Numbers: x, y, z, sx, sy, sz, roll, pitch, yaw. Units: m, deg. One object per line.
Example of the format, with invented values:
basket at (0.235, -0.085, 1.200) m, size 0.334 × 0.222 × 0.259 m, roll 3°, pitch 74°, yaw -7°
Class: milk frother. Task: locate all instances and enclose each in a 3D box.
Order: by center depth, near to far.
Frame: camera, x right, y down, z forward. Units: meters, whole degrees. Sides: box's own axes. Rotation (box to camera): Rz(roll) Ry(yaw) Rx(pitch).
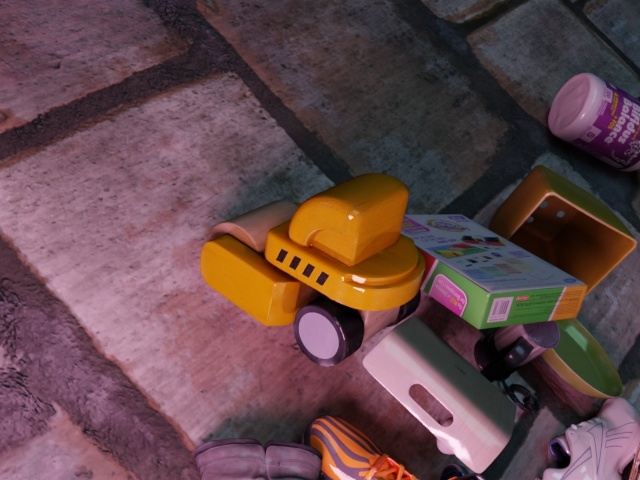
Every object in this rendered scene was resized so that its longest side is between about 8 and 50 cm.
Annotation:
milk frother at (0.356, 0.208, 1.544) m, size 0.143 × 0.135 × 0.129 m, roll 32°, pitch 46°, yaw -10°

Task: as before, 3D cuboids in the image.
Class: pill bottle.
pill bottle at (0.714, -0.268, 2.163) m, size 0.302 × 0.169 × 0.169 m, roll 23°, pitch 46°, yaw -18°

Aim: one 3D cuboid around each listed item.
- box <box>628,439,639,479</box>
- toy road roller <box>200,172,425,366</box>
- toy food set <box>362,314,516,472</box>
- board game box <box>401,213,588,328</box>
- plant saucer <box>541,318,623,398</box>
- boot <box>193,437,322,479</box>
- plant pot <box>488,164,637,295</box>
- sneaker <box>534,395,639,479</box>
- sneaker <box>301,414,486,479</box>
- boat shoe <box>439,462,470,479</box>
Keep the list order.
box at (0.560, 0.362, 1.525) m, size 0.021 × 0.164 × 0.201 m, roll 17°, pitch 7°, yaw 30°
toy road roller at (0.000, 0.000, 1.313) m, size 0.330 × 0.240 × 0.203 m, roll 29°, pitch 35°, yaw 29°
toy food set at (0.179, 0.226, 1.355) m, size 0.220 × 0.092 × 0.306 m, roll 43°, pitch 10°, yaw 10°
board game box at (0.255, 0.042, 1.540) m, size 0.242 × 0.064 × 0.316 m, roll -1°, pitch 24°, yaw -36°
plant saucer at (0.456, 0.201, 1.655) m, size 0.241 × 0.037 × 0.241 m, roll 35°, pitch 25°, yaw -19°
boot at (-0.003, 0.373, 1.166) m, size 0.338 × 0.118 × 0.222 m, roll 20°, pitch 45°, yaw -21°
plant pot at (0.450, -0.023, 1.763) m, size 0.212 × 0.212 × 0.187 m, roll 27°, pitch 32°, yaw -16°
sneaker at (0.464, 0.352, 1.533) m, size 0.129 × 0.111 × 0.297 m, roll 40°, pitch 41°, yaw 6°
sneaker at (0.128, 0.341, 1.239) m, size 0.321 × 0.180 × 0.124 m, roll 44°, pitch 43°, yaw 2°
boat shoe at (0.232, 0.422, 1.343) m, size 0.066 × 0.066 × 0.183 m, roll 1°, pitch 66°, yaw -41°
